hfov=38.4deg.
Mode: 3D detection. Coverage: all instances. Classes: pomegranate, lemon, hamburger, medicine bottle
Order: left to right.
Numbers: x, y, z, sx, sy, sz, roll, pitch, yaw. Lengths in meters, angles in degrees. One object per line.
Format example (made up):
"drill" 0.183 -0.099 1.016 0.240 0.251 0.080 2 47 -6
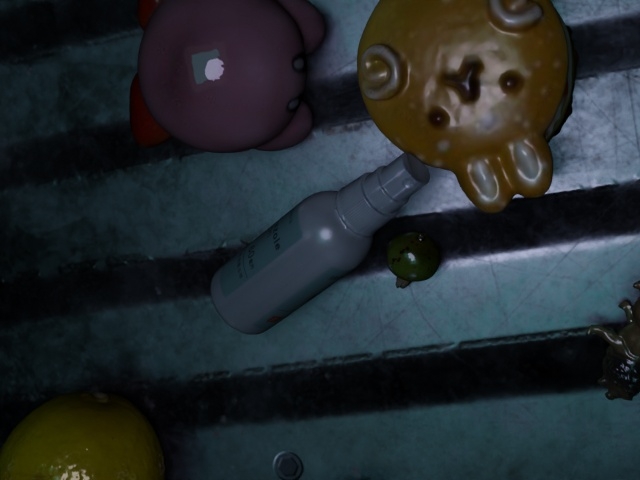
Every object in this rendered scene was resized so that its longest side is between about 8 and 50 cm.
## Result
"lemon" -0.340 0.323 1.307 0.241 0.240 0.219 7 89 15
"medicine bottle" 0.000 0.000 1.176 0.352 0.110 0.110 -38 86 36
"pomegranate" 0.126 0.028 1.225 0.073 0.073 0.084 -9 132 17
"hamburger" 0.181 -0.187 1.116 0.261 0.186 0.302 -12 96 18

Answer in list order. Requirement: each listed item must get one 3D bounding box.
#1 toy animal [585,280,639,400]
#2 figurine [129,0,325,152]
"toy animal" 0.390 0.099 1.144 0.086 0.069 0.219 34 132 37
"figurine" -0.142 -0.220 1.172 0.261 0.211 0.269 13 107 8
